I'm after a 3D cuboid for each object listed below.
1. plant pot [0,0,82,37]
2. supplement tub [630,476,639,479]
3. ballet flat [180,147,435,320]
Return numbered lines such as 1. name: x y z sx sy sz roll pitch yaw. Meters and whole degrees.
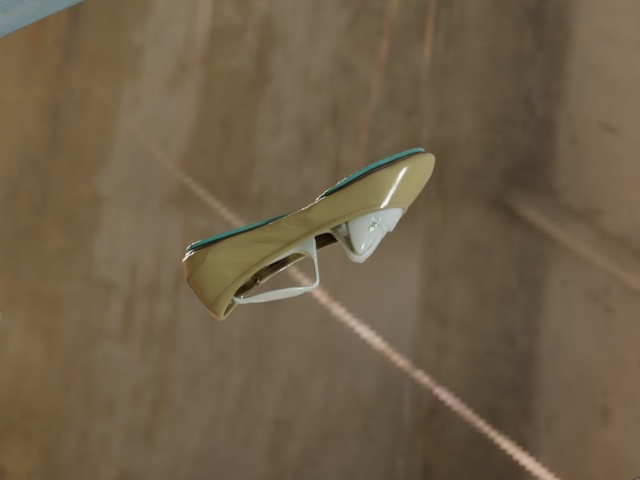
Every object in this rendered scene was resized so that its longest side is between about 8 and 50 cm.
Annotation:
1. plant pot: -0.248 -0.236 1.168 0.247 0.252 0.248 -22 -120 13
2. supplement tub: 0.243 0.217 1.382 0.117 0.190 0.117 159 -90 -87
3. ballet flat: 0.000 0.000 1.664 0.080 0.232 0.073 76 -11 -75
